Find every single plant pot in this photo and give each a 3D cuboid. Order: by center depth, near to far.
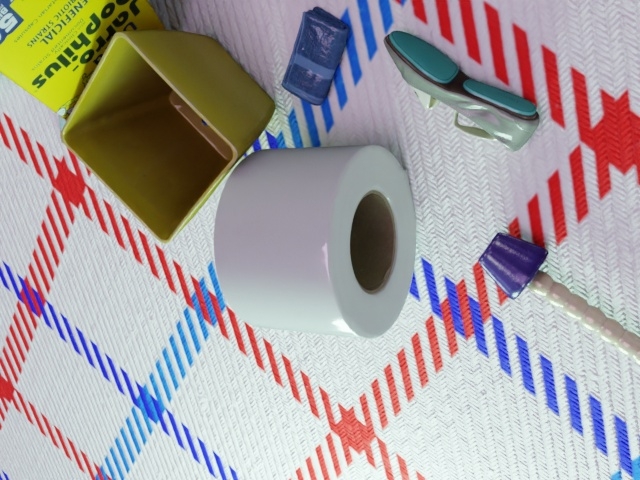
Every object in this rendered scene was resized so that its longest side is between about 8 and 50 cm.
[{"bbox_3d":[-0.189,-0.164,1.062,0.212,0.187,0.212,45,129,-1],"label":"plant pot"}]

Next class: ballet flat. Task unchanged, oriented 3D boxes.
[{"bbox_3d":[0.158,-0.174,0.922,0.213,0.072,0.068,33,131,13],"label":"ballet flat"}]

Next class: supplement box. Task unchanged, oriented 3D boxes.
[{"bbox_3d":[-0.357,-0.308,0.961,0.195,0.356,0.194,43,87,8],"label":"supplement box"}]

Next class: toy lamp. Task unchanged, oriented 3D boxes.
[{"bbox_3d":[0.322,0.085,0.951,0.274,0.080,0.080,34,127,10],"label":"toy lamp"}]

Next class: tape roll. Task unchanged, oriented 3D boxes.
[{"bbox_3d":[0.000,0.000,0.998,0.169,0.246,0.246,1,115,31],"label":"tape roll"}]

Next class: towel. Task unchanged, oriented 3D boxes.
[{"bbox_3d":[-0.007,-0.241,1.014,0.067,0.029,0.119,32,127,13],"label":"towel"}]

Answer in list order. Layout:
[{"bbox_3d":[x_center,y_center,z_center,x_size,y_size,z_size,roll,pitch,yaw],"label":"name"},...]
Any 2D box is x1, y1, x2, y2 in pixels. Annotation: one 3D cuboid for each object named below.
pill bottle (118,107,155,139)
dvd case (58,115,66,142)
[{"bbox_3d":[-0.313,-0.182,1.183,0.108,0.108,0.194,-31,96,39],"label":"pill bottle"},{"bbox_3d":[-0.406,-0.210,1.287,0.087,0.013,0.120,19,122,23],"label":"dvd case"}]
